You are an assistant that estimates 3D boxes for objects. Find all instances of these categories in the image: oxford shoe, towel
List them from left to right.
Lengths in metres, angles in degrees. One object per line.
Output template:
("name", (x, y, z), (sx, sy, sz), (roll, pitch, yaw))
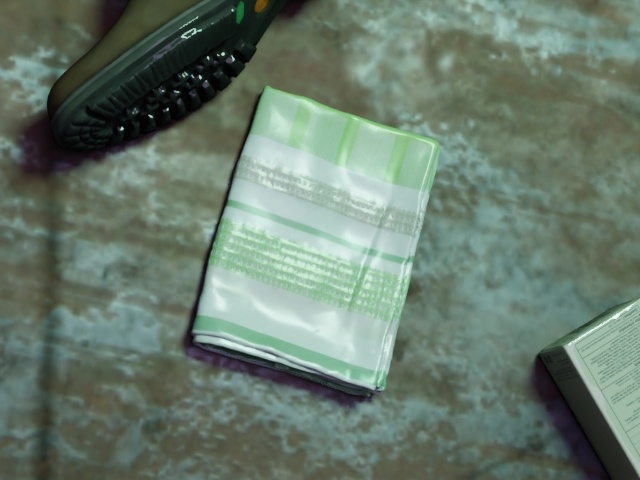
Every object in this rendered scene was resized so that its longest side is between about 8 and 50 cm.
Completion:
("oxford shoe", (-0.073, -0.139, 1.056), (0.096, 0.083, 0.227), (40, 74, 18))
("towel", (0.000, 0.000, 1.071), (0.113, 0.023, 0.152), (18, 77, -12))

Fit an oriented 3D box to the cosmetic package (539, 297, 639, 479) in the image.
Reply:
("cosmetic package", (0.180, 0.096, 1.092), (0.060, 0.041, 0.115), (-28, 89, -18))
